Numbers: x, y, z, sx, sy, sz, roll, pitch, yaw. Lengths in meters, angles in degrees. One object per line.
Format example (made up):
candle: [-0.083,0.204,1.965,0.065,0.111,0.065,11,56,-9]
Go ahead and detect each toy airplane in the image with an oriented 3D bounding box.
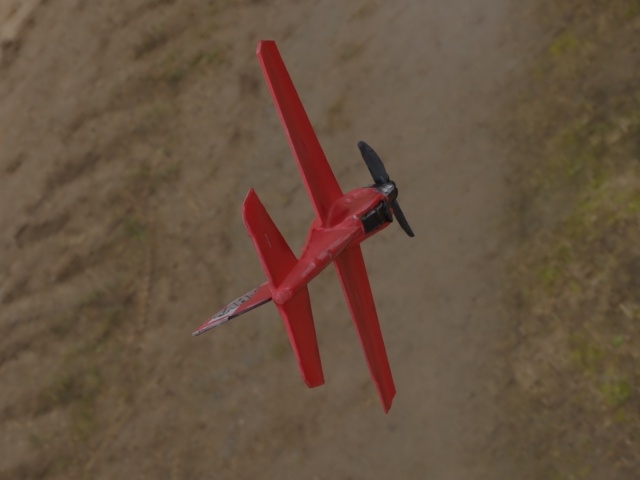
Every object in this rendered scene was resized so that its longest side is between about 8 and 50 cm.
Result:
toy airplane: [0.000,0.000,0.512,0.028,0.151,0.151,-13,45,28]
